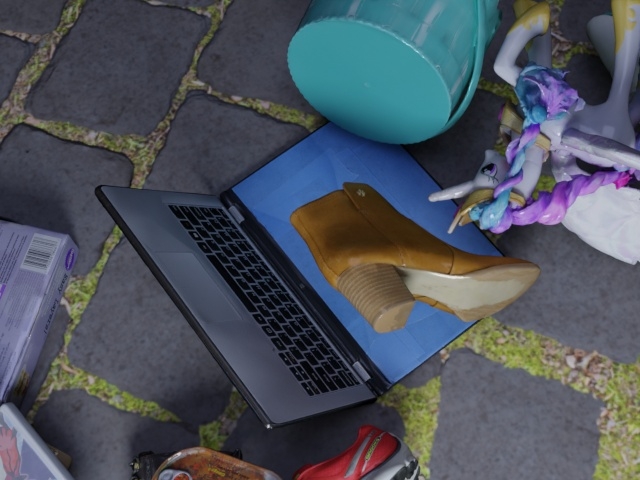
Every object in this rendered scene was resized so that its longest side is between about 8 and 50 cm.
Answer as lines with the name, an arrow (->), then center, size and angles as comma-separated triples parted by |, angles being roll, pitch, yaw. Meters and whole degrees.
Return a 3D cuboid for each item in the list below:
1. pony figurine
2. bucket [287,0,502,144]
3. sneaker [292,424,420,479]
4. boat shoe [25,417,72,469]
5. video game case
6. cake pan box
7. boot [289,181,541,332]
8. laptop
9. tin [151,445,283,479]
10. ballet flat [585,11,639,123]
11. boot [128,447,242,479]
pony figurine -> 0.349, -0.127, 1.242 | 0.351, 0.303, 0.363 | 19, 72, 7
bucket -> 0.099, -0.277, 1.352 | 0.281, 0.281, 0.183 | 20, 63, 13
sneaker -> -0.006, 0.335, 1.177 | 0.279, 0.107, 0.118 | -39, 50, -15
boat shoe -> -0.397, 0.261, 1.282 | 0.170, 0.063, 0.059 | 33, 60, 16
video game case -> -0.386, 0.337, 1.218 | 0.201, 0.023, 0.183 | 45, 101, 17
cake pan box -> -0.494, 0.083, 1.360 | 0.245, 0.070, 0.267 | 11, 68, 7
boot -> 0.123, 0.004, 1.245 | 0.295, 0.104, 0.211 | -8, 49, -34
laptop -> 0.000, 0.000, 1.274 | 0.236, 0.408, 0.382 | -49, 67, 20
tin -> -0.117, 0.310, 1.151 | 0.189, 0.040, 0.106 | 13, 51, 30
ballet flat -> 0.535, -0.186, 1.371 | 0.400, 0.139, 0.139 | 31, 72, 12
boot -> -0.215, 0.377, 1.210 | 0.263, 0.091, 0.229 | -9, 61, -4
